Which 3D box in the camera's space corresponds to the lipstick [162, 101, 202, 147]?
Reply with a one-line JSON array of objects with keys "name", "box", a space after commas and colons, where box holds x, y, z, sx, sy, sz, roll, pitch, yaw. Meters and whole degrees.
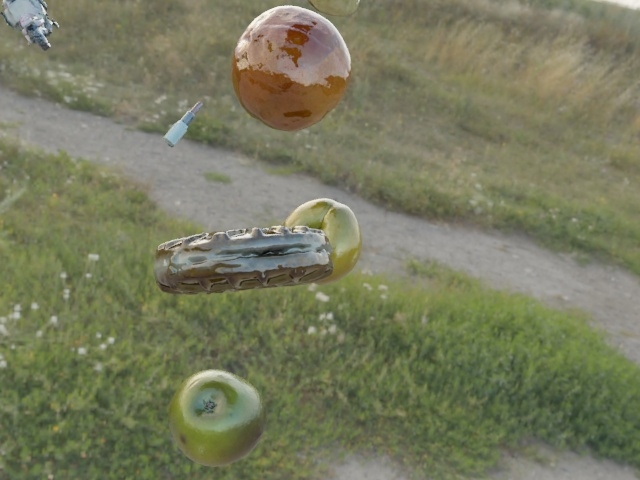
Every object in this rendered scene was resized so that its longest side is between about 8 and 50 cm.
[{"name": "lipstick", "box": [-0.267, -0.232, 1.503, 0.025, 0.107, 0.025, 41, -18, -20]}]

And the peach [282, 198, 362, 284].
[{"name": "peach", "box": [0.000, 0.000, 2.195, 0.251, 0.251, 0.153, 20, -3, 20]}]

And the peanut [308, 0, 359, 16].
[{"name": "peanut", "box": [0.033, -0.665, 1.603, 0.192, 0.387, 0.169, -1, 0, -34]}]

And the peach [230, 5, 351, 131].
[{"name": "peach", "box": [-0.094, -0.486, 2.154, 0.301, 0.343, 0.343, 45, -1, -34]}]

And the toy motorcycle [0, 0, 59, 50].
[{"name": "toy motorcycle", "box": [-0.780, -0.603, 1.988, 0.108, 0.204, 0.239, -43, 38, -15]}]

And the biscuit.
[{"name": "biscuit", "box": [-0.136, 0.039, 1.387, 0.331, 0.103, 0.332, -7, -4, -1]}]

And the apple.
[{"name": "apple", "box": [-0.208, 0.352, 1.528, 0.196, 0.157, 0.197, -1, 62, 2]}]
